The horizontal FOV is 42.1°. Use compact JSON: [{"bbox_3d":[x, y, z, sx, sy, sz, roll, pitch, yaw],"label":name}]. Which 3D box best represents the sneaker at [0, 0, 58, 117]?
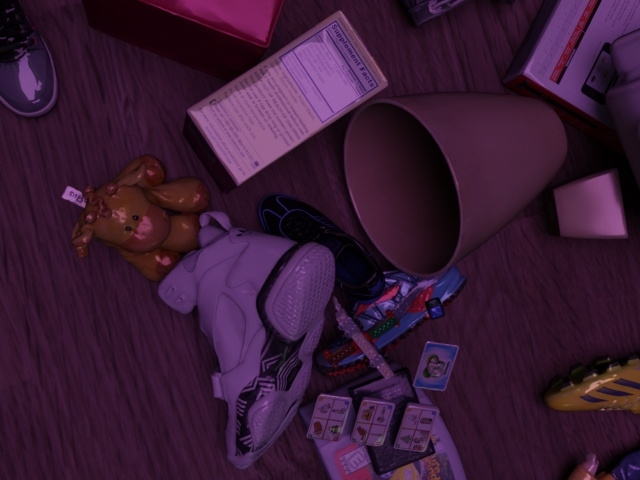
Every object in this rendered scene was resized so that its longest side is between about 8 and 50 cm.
[{"bbox_3d":[-0.439,-0.313,1.101,0.124,0.178,0.295,-26,95,-10],"label":"sneaker"}]

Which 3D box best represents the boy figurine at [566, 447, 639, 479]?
[{"bbox_3d":[0.449,0.420,1.309,0.285,0.092,0.177,-31,97,-13],"label":"boy figurine"}]

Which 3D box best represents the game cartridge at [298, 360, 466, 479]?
[{"bbox_3d":[0.111,0.345,1.266,0.196,0.060,0.294,-25,94,-13],"label":"game cartridge"}]

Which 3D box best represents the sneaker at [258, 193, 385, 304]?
[{"bbox_3d":[0.000,0.000,1.193,0.232,0.090,0.081,37,79,15],"label":"sneaker"}]

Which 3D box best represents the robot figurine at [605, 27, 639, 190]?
[{"bbox_3d":[0.541,-0.148,1.188,0.300,0.200,0.353,-26,95,-37],"label":"robot figurine"}]

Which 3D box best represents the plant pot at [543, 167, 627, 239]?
[{"bbox_3d":[0.407,-0.050,1.300,0.096,0.109,0.109,-9,92,3],"label":"plant pot"}]

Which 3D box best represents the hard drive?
[{"bbox_3d":[0.106,0.267,1.228,0.094,0.022,0.135,-19,93,-10],"label":"hard drive"}]

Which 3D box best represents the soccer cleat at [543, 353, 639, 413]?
[{"bbox_3d":[0.496,0.234,1.314,0.289,0.093,0.121,-15,90,-11],"label":"soccer cleat"}]

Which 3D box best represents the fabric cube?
[{"bbox_3d":[-0.161,-0.387,1.114,0.254,0.258,0.259,20,86,-9],"label":"fabric cube"}]

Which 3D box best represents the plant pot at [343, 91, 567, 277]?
[{"bbox_3d":[0.217,-0.111,1.207,0.274,0.256,0.256,-21,94,-28],"label":"plant pot"}]

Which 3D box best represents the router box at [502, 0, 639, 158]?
[{"bbox_3d":[0.500,-0.324,1.323,0.301,0.082,0.335,29,85,-9],"label":"router box"}]

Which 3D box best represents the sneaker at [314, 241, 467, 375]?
[{"bbox_3d":[0.087,0.100,1.254,0.262,0.104,0.125,-35,77,-11],"label":"sneaker"}]

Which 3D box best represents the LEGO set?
[{"bbox_3d":[0.091,0.178,1.170,0.182,0.060,0.244,9,114,-10],"label":"LEGO set"}]

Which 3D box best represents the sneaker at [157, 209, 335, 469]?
[{"bbox_3d":[-0.119,0.136,1.181,0.210,0.137,0.366,25,115,21],"label":"sneaker"}]

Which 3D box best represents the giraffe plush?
[{"bbox_3d":[-0.259,-0.037,1.138,0.210,0.170,0.181,11,88,-10],"label":"giraffe plush"}]

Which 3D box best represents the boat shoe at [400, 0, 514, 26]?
[{"bbox_3d":[0.274,-0.420,1.278,0.335,0.121,0.119,-20,101,1],"label":"boat shoe"}]

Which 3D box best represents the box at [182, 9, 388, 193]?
[{"bbox_3d":[-0.059,-0.182,1.153,0.243,0.213,0.117,-34,96,-8],"label":"box"}]
